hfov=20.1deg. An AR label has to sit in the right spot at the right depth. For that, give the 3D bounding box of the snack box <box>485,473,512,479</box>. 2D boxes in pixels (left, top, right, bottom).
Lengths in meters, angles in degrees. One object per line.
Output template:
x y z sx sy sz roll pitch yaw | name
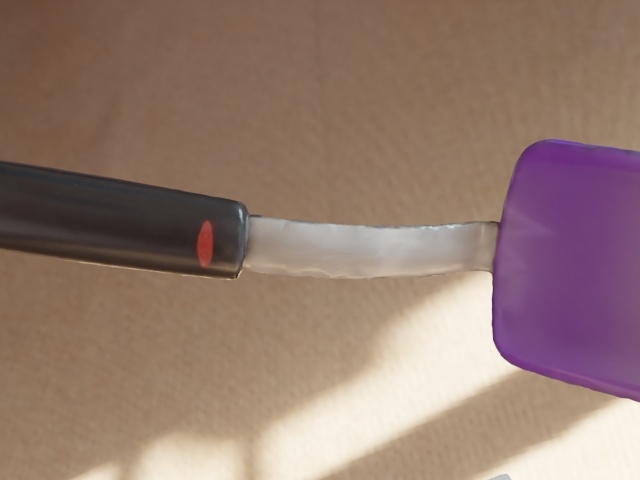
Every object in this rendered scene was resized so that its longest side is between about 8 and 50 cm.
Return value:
0.102 0.191 0.804 0.064 0.022 0.178 -15 63 -34 | snack box

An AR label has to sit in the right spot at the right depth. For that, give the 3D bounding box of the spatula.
0.000 0.000 0.574 0.296 0.084 0.030 7 20 3 | spatula
